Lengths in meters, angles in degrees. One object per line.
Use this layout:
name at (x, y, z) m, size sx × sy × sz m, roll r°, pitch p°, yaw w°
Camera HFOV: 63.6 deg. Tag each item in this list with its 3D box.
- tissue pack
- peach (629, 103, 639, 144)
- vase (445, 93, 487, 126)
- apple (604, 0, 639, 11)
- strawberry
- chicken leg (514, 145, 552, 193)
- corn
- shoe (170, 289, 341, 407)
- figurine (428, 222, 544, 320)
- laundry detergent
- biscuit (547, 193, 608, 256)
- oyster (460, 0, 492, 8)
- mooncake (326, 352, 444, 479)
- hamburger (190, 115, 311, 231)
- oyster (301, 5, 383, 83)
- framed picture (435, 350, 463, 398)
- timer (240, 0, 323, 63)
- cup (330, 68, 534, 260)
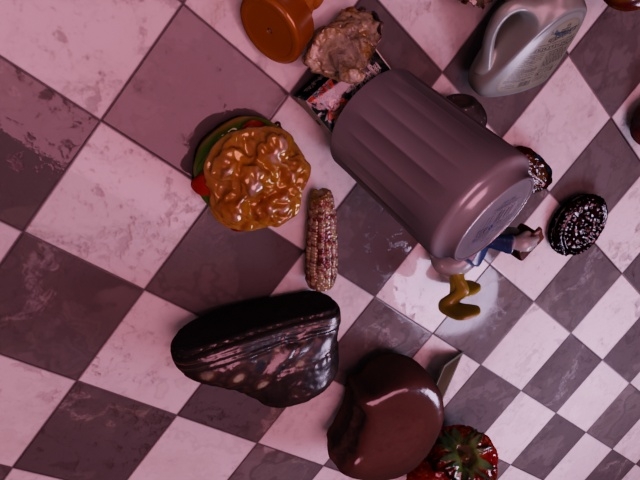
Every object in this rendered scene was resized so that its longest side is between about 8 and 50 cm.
tissue pack at (0.047, -0.301, 1.010) m, size 0.170 × 0.090 × 0.103 m, roll -46°, pitch 120°, yaw 1°
peach at (0.891, -0.316, 1.359) m, size 0.152 × 0.152 × 0.152 m, roll -10°, pitch 117°, yaw -20°
vase at (0.301, -0.229, 1.151) m, size 0.120 × 0.120 × 0.182 m, roll -17°, pitch 134°, yaw -16°
apple at (0.678, -0.644, 0.993) m, size 0.329 × 0.295 × 0.364 m, roll 2°, pitch 106°, yaw -35°
strawberry at (0.395, 0.694, 1.567) m, size 0.238 × 0.250 × 0.288 m, roll -47°, pitch 155°, yaw -37°
chicken leg at (0.488, -0.184, 1.286) m, size 0.254 × 0.051 × 0.105 m, roll 11°, pitch 114°, yaw -24°
corn at (0.000, 0.000, 1.144) m, size 0.080 × 0.079 × 0.236 m, roll -10°, pitch 115°, yaw -19°
shoe at (-0.131, 0.264, 1.152) m, size 0.384 × 0.171 × 0.237 m, roll -12°, pitch 114°, yaw -27°
figurine at (0.395, -0.013, 1.247) m, size 0.284 × 0.204 × 0.338 m, roll -12°, pitch 107°, yaw 10°
laundry detergent at (0.419, -0.425, 1.030) m, size 0.215 × 0.105 × 0.280 m, roll -18°, pitch 156°, yaw -10°
biscuit at (0.724, -0.043, 1.450) m, size 0.195 × 0.053 × 0.194 m, roll -10°, pitch 117°, yaw -20°
oyster at (0.407, -0.569, 0.991) m, size 0.337 × 0.198 × 0.133 m, roll -21°, pitch 86°, yaw -21°
mooncake at (0.162, 0.475, 1.378) m, size 0.334 × 0.174 × 0.325 m, roll -23°, pitch 119°, yaw -10°
hamburger at (-0.128, -0.117, 0.988) m, size 0.237 × 0.149 × 0.237 m, roll -10°, pitch 118°, yaw -20°
oyster at (0.044, -0.353, 0.924) m, size 0.163 × 0.191 × 0.081 m, roll -32°, pitch 148°, yaw 5°
framed picture at (0.352, 0.414, 1.492) m, size 0.142 × 0.011 × 0.183 m, roll -10°, pitch 122°, yaw -53°
timer at (-0.046, -0.413, 0.918) m, size 0.152 × 0.132 × 0.132 m, roll -51°, pitch 126°, yaw -23°
cup at (0.219, -0.126, 1.014) m, size 0.237 × 0.327 × 0.323 m, roll -44°, pitch 155°, yaw 1°
